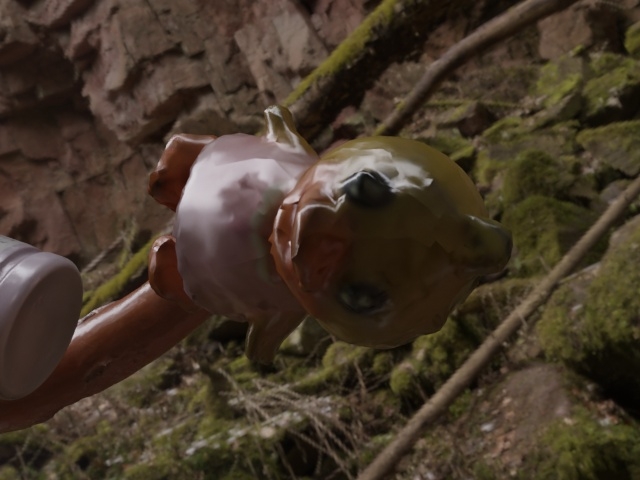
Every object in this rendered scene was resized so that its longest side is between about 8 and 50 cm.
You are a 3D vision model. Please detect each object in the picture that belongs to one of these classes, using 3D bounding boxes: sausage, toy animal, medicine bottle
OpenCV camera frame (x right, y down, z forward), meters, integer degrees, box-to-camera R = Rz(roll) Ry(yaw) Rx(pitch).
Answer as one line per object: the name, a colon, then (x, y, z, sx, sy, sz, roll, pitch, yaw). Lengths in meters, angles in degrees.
sausage: (-0.221, 0.106, 0.784, 0.326, 0.079, 0.087, -32, -49, -7)
toy animal: (0.004, 0.000, 0.541, 0.169, 0.196, 0.281, 0, 3, -40)
medicine bottle: (-0.351, 0.039, 0.667, 0.133, 0.249, 0.133, 19, -90, -80)
